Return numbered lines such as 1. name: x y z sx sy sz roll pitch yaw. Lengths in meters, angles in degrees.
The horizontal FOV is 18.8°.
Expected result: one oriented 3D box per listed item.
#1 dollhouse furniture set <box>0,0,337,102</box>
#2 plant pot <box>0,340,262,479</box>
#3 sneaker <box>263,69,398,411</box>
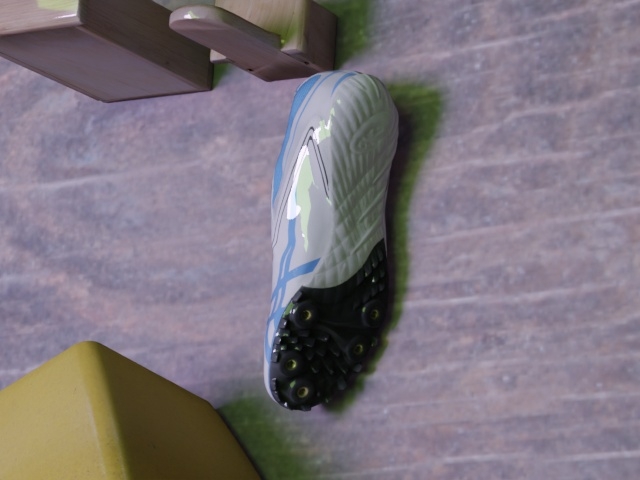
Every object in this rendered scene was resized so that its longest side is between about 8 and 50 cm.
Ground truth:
1. dollhouse furniture set: -0.143 -0.300 1.435 0.303 0.174 0.355 -3 77 31
2. plant pot: -0.151 0.196 1.309 0.212 0.212 0.187 -32 50 22
3. sneaker: 0.000 0.000 1.336 0.086 0.085 0.237 3 82 59
